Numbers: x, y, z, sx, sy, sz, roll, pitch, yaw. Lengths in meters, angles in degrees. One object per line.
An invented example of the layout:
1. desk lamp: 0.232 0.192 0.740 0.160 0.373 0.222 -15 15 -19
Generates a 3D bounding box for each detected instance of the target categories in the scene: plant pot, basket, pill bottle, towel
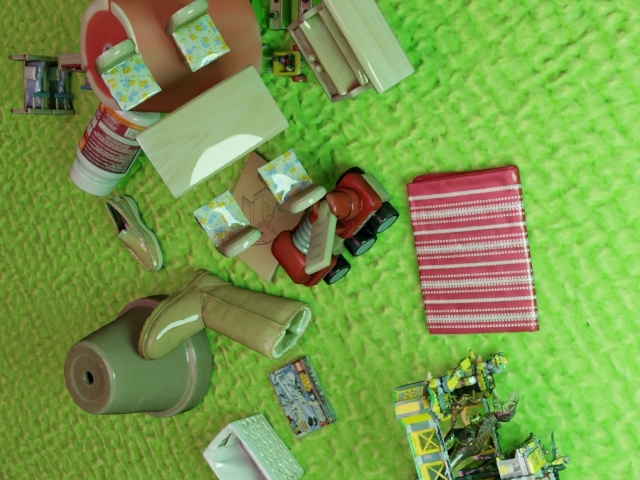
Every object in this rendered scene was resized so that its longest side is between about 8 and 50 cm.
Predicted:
1. plant pot: -0.284 -0.351 1.516 0.275 0.243 0.275 21 120 42
2. basket: -0.130 0.440 1.635 0.167 0.103 0.113 51 120 19
3. pill bottle: -0.437 -0.207 1.746 0.121 0.121 0.221 49 119 19
4. towel: 0.251 0.019 1.370 0.199 0.031 0.274 -6 95 32
5. plant pot: -0.393 0.261 1.714 0.263 0.229 0.263 6 101 33

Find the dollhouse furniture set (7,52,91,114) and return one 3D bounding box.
1. dollhouse furniture set: -0.571 -0.341 1.813 0.184 0.129 0.129 5 99 33

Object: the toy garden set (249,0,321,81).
1. toy garden set: -0.114 -0.399 1.547 0.244 0.049 0.203 7 100 33

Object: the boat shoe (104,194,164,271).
1. boat shoe: -0.408 -0.010 1.780 0.068 0.072 0.190 -43 73 30

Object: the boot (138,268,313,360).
1. boot: -0.185 0.169 1.581 0.269 0.236 0.089 19 149 32

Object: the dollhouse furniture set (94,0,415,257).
1. dollhouse furniture set: -0.091 -0.221 1.298 0.394 0.256 0.362 -34 101 -10

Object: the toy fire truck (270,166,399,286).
1. toy fire truck: 0.000 0.000 1.403 0.217 0.246 0.158 -48 70 28

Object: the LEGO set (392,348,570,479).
1. LEGO set: 0.268 0.282 1.231 0.192 0.331 0.255 -19 72 26

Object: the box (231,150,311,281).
1. box: -0.113 -0.046 1.610 0.164 0.021 0.201 39 115 23

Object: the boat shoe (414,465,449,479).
1. boat shoe: 0.248 0.531 1.391 0.306 0.113 0.105 47 125 23

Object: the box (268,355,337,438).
1. box: -0.035 0.302 1.599 0.094 0.027 0.137 -31 79 34
